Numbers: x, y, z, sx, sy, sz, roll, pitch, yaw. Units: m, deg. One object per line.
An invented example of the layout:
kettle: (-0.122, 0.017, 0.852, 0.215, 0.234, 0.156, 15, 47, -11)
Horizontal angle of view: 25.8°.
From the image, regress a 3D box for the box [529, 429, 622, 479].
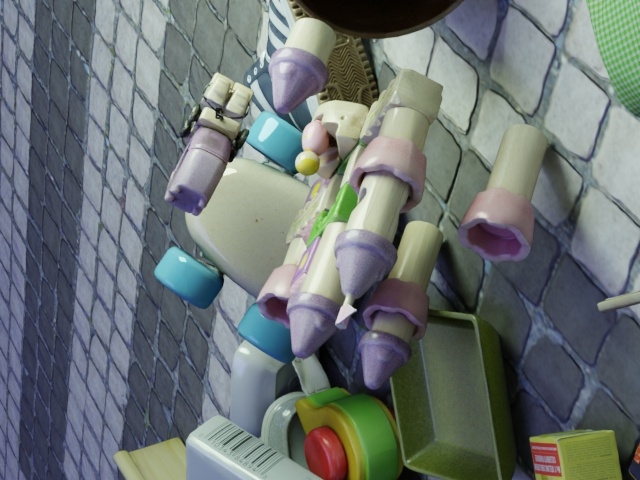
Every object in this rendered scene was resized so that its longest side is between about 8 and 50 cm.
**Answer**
box: (0.243, 0.289, 1.258, 0.087, 0.058, 0.232, 148, 115, -79)

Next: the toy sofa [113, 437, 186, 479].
toy sofa: (-0.290, 0.507, 2.268, 0.150, 0.177, 0.362, 51, 144, 39)

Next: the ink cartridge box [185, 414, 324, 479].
ink cartridge box: (-0.021, 0.408, 1.640, 0.324, 0.071, 0.330, 27, 134, 29)

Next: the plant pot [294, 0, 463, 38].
plant pot: (0.028, -0.326, 1.312, 0.230, 0.215, 0.215, -123, 31, -60)

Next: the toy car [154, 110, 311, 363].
toy car: (-0.045, -0.001, 1.594, 0.210, 0.219, 0.238, 33, 180, 3)

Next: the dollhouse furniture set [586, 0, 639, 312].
dollhouse furniture set: (0.247, -0.110, 1.023, 0.197, 0.151, 0.301, -25, 79, 62)

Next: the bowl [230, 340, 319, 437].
bowl: (-0.050, 0.171, 1.730, 0.053, 0.142, 0.142, 21, 122, 31)

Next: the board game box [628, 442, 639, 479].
board game box: (0.327, 0.173, 0.977, 0.141, 0.170, 0.048, 51, 141, 41)

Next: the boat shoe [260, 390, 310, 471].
boat shoe: (0.021, 0.335, 1.690, 0.103, 0.118, 0.320, -7, 100, 54)

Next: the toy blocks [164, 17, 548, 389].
toy blocks: (0.000, 0.000, 1.282, 0.288, 0.309, 0.260, -48, 18, 58)

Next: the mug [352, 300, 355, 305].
mug: (0.011, 0.057, 1.638, 0.078, 0.062, 0.064, 58, 140, 20)

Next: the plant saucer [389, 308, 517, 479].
plant saucer: (0.140, 0.157, 1.455, 0.188, 0.045, 0.188, 3, 105, 61)

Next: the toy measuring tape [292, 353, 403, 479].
toy measuring tape: (0.020, 0.179, 1.617, 0.330, 0.121, 0.121, 68, 151, 16)

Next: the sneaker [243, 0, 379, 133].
sneaker: (-0.026, -0.243, 1.533, 0.153, 0.099, 0.282, 6, 110, 59)
